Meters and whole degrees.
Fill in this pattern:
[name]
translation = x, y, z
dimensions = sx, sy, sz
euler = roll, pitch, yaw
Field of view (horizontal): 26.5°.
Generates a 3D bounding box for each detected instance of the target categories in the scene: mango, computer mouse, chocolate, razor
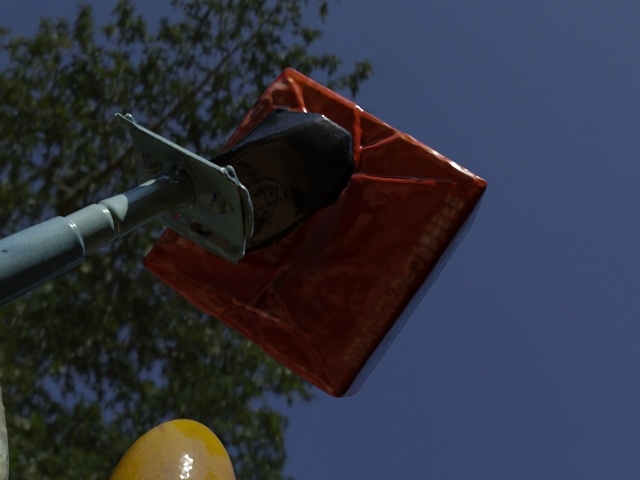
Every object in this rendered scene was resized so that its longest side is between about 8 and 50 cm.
[mango]
translation = -0.101, 0.232, 0.908
dimensions = 0.113, 0.253, 0.138
euler = -30, -54, 32
[computer mouse]
translation = -0.048, -0.045, 1.162
dimensions = 0.172, 0.057, 0.099
euler = -30, -74, 14
[chocolate]
translation = 0.000, 0.000, 1.250
dimensions = 0.235, 0.237, 0.108
euler = 31, -11, 21
[razor]
translation = -0.095, 0.004, 0.446
dimensions = 0.068, 0.135, 0.040
euler = 27, -47, 41

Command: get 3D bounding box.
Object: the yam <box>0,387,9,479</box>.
[yam]
translation = -0.351, 0.118, 1.211
dimensions = 0.133, 0.330, 0.133
euler = -15, -39, -13
